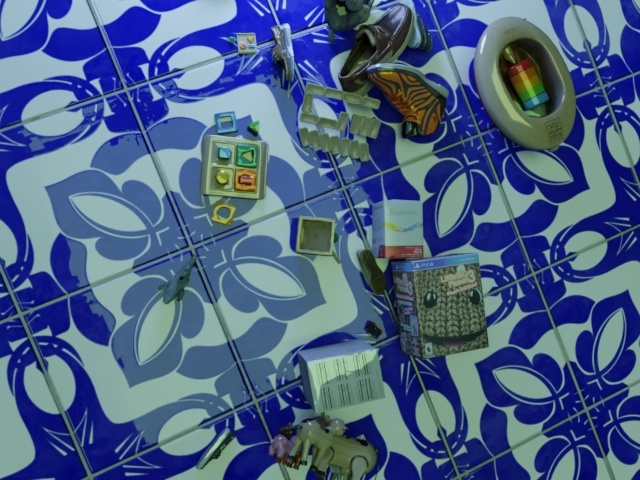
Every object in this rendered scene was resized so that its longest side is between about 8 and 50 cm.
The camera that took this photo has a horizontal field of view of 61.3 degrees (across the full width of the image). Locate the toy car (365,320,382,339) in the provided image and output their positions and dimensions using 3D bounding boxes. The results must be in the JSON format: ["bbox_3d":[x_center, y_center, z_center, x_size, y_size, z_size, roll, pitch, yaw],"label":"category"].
[{"bbox_3d":[0.159,0.316,1.681,0.041,0.060,0.121,18,93,-54],"label":"toy car"}]

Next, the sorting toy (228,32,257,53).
[{"bbox_3d":[-0.237,-0.600,1.642,0.084,0.012,0.061,-6,90,-11],"label":"sorting toy"}]

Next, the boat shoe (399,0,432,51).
[{"bbox_3d":[0.303,-0.688,1.731,0.083,0.065,0.183,3,70,-41],"label":"boat shoe"}]

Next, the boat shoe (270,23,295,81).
[{"bbox_3d":[-0.117,-0.567,1.643,0.066,0.066,0.183,-7,80,-6],"label":"boat shoe"}]

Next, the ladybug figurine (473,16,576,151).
[{"bbox_3d":[0.640,-0.484,1.732,0.305,0.162,0.448,-24,92,-11],"label":"ladybug figurine"}]

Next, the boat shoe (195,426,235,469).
[{"bbox_3d":[-0.304,0.612,1.572,0.040,0.049,0.142,41,79,-8],"label":"boat shoe"}]

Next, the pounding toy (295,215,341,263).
[{"bbox_3d":[0.000,0.000,1.637,0.141,0.100,0.129,5,87,0],"label":"pounding toy"}]

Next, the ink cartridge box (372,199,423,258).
[{"bbox_3d":[0.235,-0.033,1.656,0.128,0.128,0.176,-1,89,-11],"label":"ink cartridge box"}]

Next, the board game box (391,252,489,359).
[{"bbox_3d":[0.365,0.194,1.655,0.232,0.141,0.290,-7,90,-18],"label":"board game box"}]

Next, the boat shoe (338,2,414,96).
[{"bbox_3d":[0.164,-0.600,1.646,0.123,0.123,0.341,35,86,32],"label":"boat shoe"}]

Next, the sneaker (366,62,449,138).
[{"bbox_3d":[0.265,-0.411,1.640,0.321,0.125,0.179,12,88,-33],"label":"sneaker"}]

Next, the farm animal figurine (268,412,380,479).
[{"bbox_3d":[0.020,0.572,1.512,0.327,0.330,0.172,25,64,-5],"label":"farm animal figurine"}]

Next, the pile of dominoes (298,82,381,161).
[{"bbox_3d":[0.056,-0.364,1.674,0.252,0.040,0.195,12,107,-9],"label":"pile of dominoes"}]

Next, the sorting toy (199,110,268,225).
[{"bbox_3d":[-0.256,-0.218,1.609,0.196,0.047,0.347,4,88,-11],"label":"sorting toy"}]

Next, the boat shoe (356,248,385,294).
[{"bbox_3d":[0.156,0.098,1.685,0.056,0.048,0.152,-30,100,-18],"label":"boat shoe"}]

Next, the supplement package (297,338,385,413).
[{"bbox_3d":[0.054,0.389,1.573,0.203,0.194,0.149,-10,90,-11],"label":"supplement package"}]

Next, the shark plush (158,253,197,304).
[{"bbox_3d":[-0.397,0.116,1.560,0.073,0.067,0.161,45,81,-6],"label":"shark plush"}]

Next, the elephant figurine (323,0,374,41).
[{"bbox_3d":[0.113,-0.758,1.653,0.239,0.186,0.169,-61,137,-32],"label":"elephant figurine"}]
